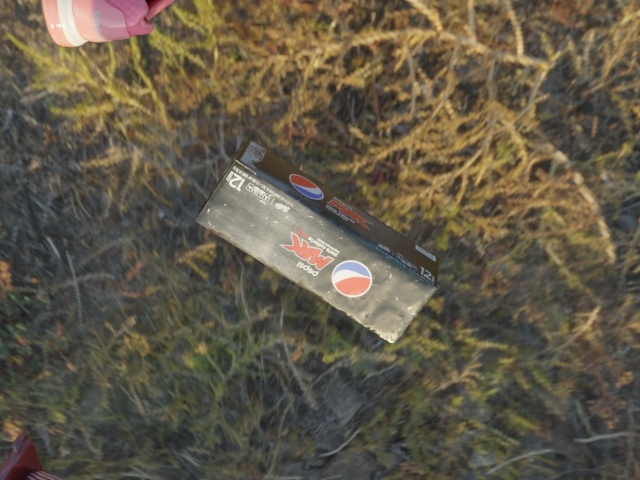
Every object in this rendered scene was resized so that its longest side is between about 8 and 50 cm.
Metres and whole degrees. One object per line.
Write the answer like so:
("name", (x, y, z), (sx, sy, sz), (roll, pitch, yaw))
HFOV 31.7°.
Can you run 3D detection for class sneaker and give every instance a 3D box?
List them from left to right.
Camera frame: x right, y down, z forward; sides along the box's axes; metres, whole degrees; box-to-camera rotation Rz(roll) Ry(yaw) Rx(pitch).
("sneaker", (-0.195, -0.324, 1.299), (0.136, 0.116, 0.314), (9, 50, 16))

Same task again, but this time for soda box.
("soda box", (0.000, 0.000, 0.802), (0.169, 0.053, 0.060), (33, 115, -6))

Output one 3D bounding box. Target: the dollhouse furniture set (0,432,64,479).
("dollhouse furniture set", (-0.245, 0.371, 0.927), (0.201, 0.152, 0.374), (11, 47, 19))
